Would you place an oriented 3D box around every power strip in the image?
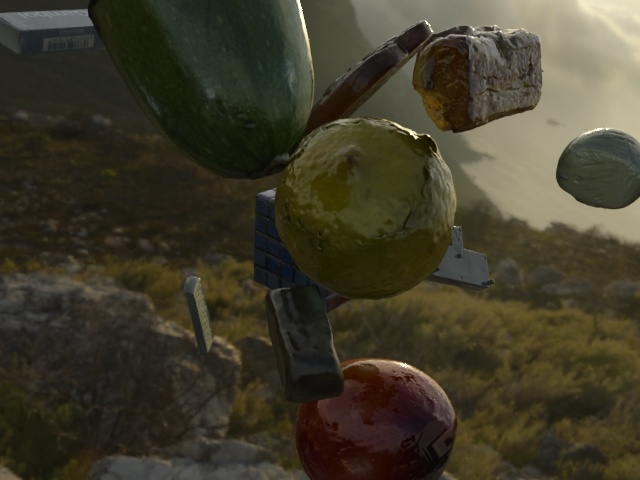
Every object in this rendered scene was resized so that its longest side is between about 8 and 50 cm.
[{"bbox_3d":[0.317,0.033,2.018,0.216,0.145,0.061,13,-25,-40],"label":"power strip"},{"bbox_3d":[-0.295,0.195,2.094,0.027,0.252,0.060,1,37,11],"label":"power strip"}]

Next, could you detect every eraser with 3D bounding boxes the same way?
[{"bbox_3d":[-0.441,-0.357,1.456,0.092,0.046,0.213,33,33,32],"label":"eraser"}]

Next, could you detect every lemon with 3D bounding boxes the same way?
[{"bbox_3d":[0.085,-0.053,1.620,0.350,0.349,0.387,22,-22,17],"label":"lemon"}]

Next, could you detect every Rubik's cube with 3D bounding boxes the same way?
[{"bbox_3d":[0.000,0.000,2.019,0.237,0.237,0.238,22,31,38],"label":"Rubik's cube"}]

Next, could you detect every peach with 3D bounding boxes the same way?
[{"bbox_3d":[0.136,0.448,1.994,0.389,0.388,0.388,14,20,-5],"label":"peach"}]

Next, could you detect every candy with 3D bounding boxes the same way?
[{"bbox_3d":[-0.029,0.173,1.472,0.104,0.102,0.234,-6,35,-11],"label":"candy"}]

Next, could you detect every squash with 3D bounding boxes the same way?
[{"bbox_3d":[-0.144,-0.231,1.243,0.310,0.308,0.310,-18,2,1],"label":"squash"}]

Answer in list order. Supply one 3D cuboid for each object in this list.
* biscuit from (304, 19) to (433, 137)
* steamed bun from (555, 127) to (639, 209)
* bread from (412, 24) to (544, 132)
[{"bbox_3d":[0.103,-0.363,1.884,0.070,0.350,0.394,47,25,-2],"label":"biscuit"},{"bbox_3d":[0.415,-0.112,1.245,0.130,0.112,0.091,17,44,12],"label":"steamed bun"},{"bbox_3d":[0.304,-0.321,1.661,0.149,0.195,0.344,6,16,38],"label":"bread"}]
